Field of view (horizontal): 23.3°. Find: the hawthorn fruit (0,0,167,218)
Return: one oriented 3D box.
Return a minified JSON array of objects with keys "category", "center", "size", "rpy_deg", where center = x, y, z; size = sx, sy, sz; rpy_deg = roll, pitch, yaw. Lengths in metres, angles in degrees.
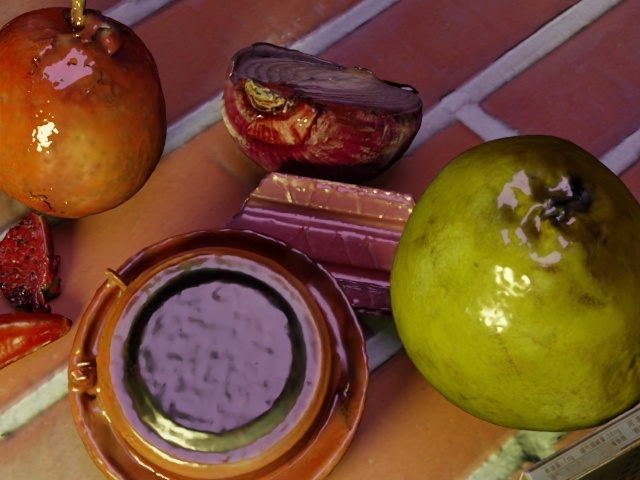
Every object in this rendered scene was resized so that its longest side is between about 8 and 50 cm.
[{"category":"hawthorn fruit","center":[-0.326,-0.197,2.012],"size":[0.276,0.307,0.276],"rpy_deg":[6,41,-5]}]

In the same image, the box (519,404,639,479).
[{"category":"box","center":[0.362,0.252,1.816],"size":[0.324,0.180,0.047],"rpy_deg":[-26,61,-21]}]

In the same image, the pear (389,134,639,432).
[{"category":"pear","center":[0.245,0.059,1.826],"size":[0.351,0.413,0.352],"rpy_deg":[-4,65,8]}]

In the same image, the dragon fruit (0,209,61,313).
[{"category":"dragon fruit","center":[-0.364,0.040,2.008],"size":[0.097,0.063,0.131],"rpy_deg":[-35,67,6]}]

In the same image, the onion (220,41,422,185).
[{"category":"onion","center":[-0.030,-0.146,2.034],"size":[0.267,0.159,0.348],"rpy_deg":[21,18,22]}]

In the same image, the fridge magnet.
[{"category":"fridge magnet","center":[-0.123,0.155,1.846],"size":[0.363,0.155,0.364],"rpy_deg":[0,73,1]}]

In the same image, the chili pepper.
[{"category":"chili pepper","center":[-0.385,0.127,1.927],"size":[0.169,0.088,0.065],"rpy_deg":[-20,43,-29]}]

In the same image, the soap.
[{"category":"soap","center":[0.000,0.000,1.978],"size":[0.250,0.099,0.162],"rpy_deg":[11,94,2]}]
